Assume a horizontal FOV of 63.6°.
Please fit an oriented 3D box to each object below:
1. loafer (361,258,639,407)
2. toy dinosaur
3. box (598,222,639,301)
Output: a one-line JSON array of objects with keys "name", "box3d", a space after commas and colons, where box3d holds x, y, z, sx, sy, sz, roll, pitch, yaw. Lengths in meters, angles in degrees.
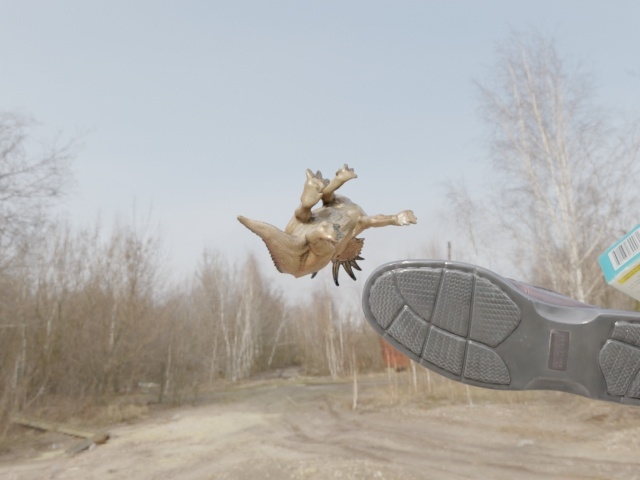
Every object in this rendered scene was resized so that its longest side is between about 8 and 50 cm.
[{"name": "loafer", "box3d": [0.190, 0.088, 0.500, 0.302, 0.109, 0.095, 13, 2, 11]}, {"name": "toy dinosaur", "box3d": [0.000, 0.000, 0.769, 0.295, 0.127, 0.200, -18, -23, -43]}, {"name": "box", "box3d": [0.530, 0.065, 0.725, 0.244, 0.060, 0.100, 27, -52, -9]}]
